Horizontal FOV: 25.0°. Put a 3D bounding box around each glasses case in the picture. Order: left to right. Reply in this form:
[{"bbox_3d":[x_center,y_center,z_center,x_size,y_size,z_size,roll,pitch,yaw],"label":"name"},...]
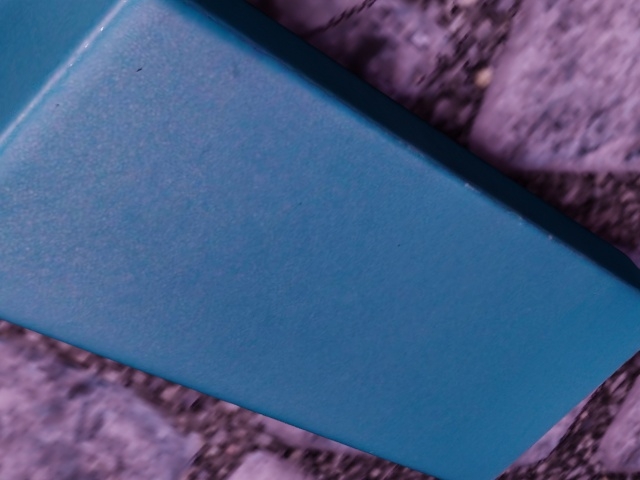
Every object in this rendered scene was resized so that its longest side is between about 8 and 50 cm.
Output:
[{"bbox_3d":[-0.001,0.001,0.498,0.117,0.070,0.301,-45,140,15],"label":"glasses case"}]
